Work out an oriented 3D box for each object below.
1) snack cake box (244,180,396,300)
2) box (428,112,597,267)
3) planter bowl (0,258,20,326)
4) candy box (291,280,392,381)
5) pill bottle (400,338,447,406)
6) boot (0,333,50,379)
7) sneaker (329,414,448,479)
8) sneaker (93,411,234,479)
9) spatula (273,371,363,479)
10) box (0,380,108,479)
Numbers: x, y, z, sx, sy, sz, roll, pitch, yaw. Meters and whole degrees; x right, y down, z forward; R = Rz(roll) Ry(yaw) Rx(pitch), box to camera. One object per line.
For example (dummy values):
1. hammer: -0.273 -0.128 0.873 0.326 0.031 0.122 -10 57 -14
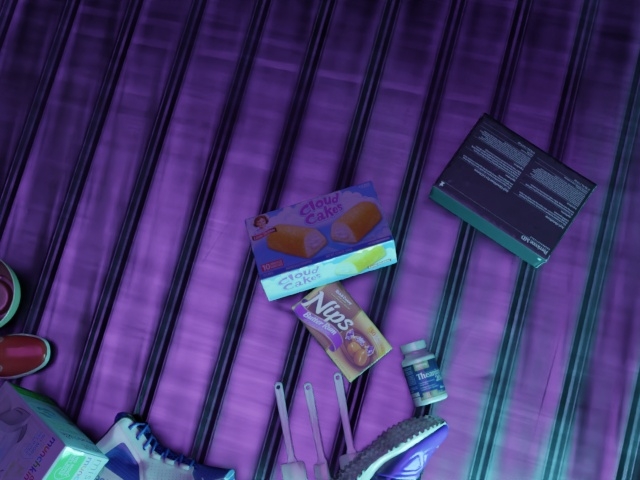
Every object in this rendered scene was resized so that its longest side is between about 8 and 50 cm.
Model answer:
1. snack cake box: 0.000 0.000 1.737 0.264 0.089 0.152 -17 58 -1
2. box: 0.373 -0.097 1.755 0.261 0.103 0.184 35 80 7
3. planter bowl: -0.662 0.108 1.762 0.162 0.109 0.162 -1 80 3
4. candy box: 0.041 0.172 1.748 0.109 0.053 0.186 -38 82 -4
5. pill bottle: 0.195 0.254 1.719 0.067 0.067 0.120 -17 80 0
6. boot: -0.657 0.220 1.710 0.244 0.176 0.088 -5 78 0
7. sneaker: 0.137 0.456 1.678 0.293 0.102 0.146 -35 100 -12
8. sneaker: -0.325 0.414 1.685 0.315 0.127 0.182 -2 82 4
9. spatula: -0.002 0.384 1.733 0.168 0.019 0.242 -11 79 6
10. box: -0.559 0.439 1.646 0.231 0.127 0.262 32 85 38
